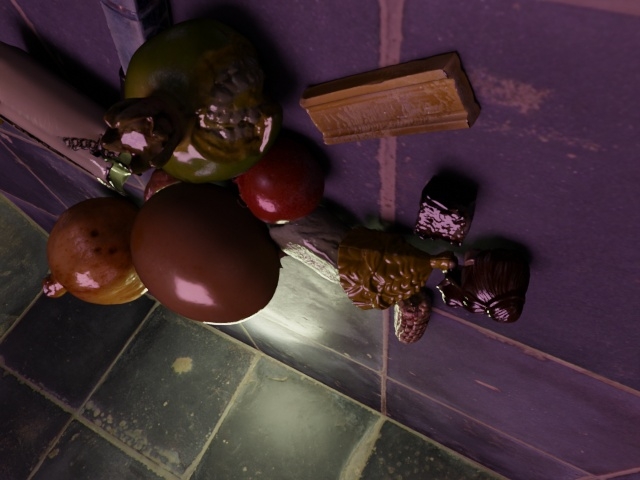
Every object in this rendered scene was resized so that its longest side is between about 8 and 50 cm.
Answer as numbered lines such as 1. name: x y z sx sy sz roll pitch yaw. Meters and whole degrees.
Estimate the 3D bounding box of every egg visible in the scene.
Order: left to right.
1. egg: -0.263 0.031 1.064 0.374 0.301 0.301 44 162 25

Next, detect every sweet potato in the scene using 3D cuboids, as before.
1. sweet potato: -0.401 -0.155 1.195 0.255 0.058 0.078 -14 87 45

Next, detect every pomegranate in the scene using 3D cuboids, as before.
1. pomegranate: -0.752 0.052 1.566 0.410 0.410 0.410 25 155 13
2. pomegranate: -0.188 -0.178 0.650 0.235 0.302 0.236 12 125 18

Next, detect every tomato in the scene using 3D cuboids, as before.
1. tomato: -0.069 -0.107 0.829 0.167 0.167 0.167 25 155 13

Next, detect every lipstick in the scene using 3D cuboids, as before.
1. lipstick: -0.274 -0.346 0.682 0.076 0.077 0.290 29 157 1

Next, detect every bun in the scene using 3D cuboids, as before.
1. bun: -0.003 -0.002 0.993 0.221 0.108 0.221 29 165 9

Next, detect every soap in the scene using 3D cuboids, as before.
1. soap: 0.082 -0.186 0.635 0.252 0.037 0.092 6 144 44

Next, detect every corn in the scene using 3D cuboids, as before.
1. corn: 0.223 0.194 1.131 0.086 0.086 0.253 22 154 19

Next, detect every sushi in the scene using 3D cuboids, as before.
1. sushi: 0.193 -0.047 0.706 0.084 0.094 0.098 20 138 13

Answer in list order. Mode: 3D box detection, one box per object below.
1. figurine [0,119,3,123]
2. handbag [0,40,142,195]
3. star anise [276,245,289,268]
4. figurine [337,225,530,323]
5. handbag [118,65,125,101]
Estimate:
1. figurine: -0.948 -0.431 1.166 0.215 0.187 0.344 31 151 22
2. handbag: -0.570 -0.268 1.028 0.358 0.160 0.236 34 177 -7
3. star anise: -0.184 0.026 1.276 0.236 0.093 0.229 2 137 40
4. figurine: 0.213 0.054 0.843 0.315 0.168 0.187 0 131 34
5. handbag: -0.299 -0.229 0.927 0.247 0.080 0.223 37 155 -12
